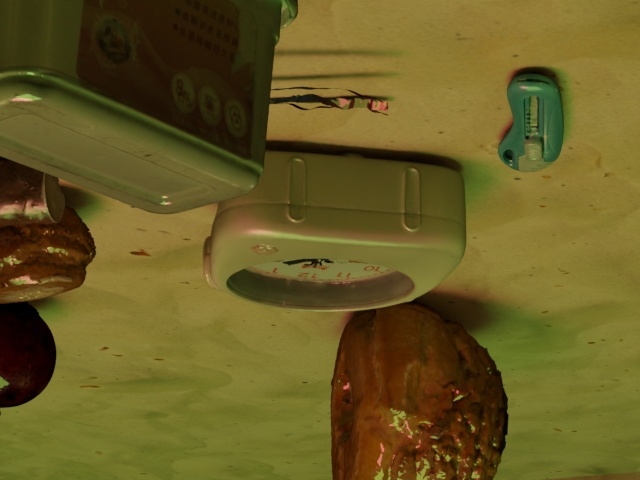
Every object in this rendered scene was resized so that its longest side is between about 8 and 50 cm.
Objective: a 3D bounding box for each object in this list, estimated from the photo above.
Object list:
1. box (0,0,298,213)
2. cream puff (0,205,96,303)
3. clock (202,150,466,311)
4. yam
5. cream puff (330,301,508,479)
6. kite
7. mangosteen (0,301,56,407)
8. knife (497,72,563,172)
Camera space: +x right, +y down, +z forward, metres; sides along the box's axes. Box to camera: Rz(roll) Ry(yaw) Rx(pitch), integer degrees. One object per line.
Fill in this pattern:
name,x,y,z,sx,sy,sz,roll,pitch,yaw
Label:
box,-0.165,-0.143,1.311,0.175,0.182,0.312,-13,158,37
cream puff,-0.332,0.007,1.900,0.165,0.115,0.150,-11,168,7
clock,0.000,0.000,1.871,0.265,0.109,0.324,4,163,-12
yam,-0.347,-0.051,1.790,0.141,0.079,0.079,-2,162,7
cream puff,0.141,0.235,2.326,0.231,0.327,0.343,6,124,-8
kite,-0.116,-0.127,1.579,0.360,0.022,0.204,0,174,2
mangosteen,-0.448,0.165,2.273,0.200,0.200,0.200,1,162,0
knife,0.203,-0.109,1.641,0.064,0.031,0.222,3,162,7
